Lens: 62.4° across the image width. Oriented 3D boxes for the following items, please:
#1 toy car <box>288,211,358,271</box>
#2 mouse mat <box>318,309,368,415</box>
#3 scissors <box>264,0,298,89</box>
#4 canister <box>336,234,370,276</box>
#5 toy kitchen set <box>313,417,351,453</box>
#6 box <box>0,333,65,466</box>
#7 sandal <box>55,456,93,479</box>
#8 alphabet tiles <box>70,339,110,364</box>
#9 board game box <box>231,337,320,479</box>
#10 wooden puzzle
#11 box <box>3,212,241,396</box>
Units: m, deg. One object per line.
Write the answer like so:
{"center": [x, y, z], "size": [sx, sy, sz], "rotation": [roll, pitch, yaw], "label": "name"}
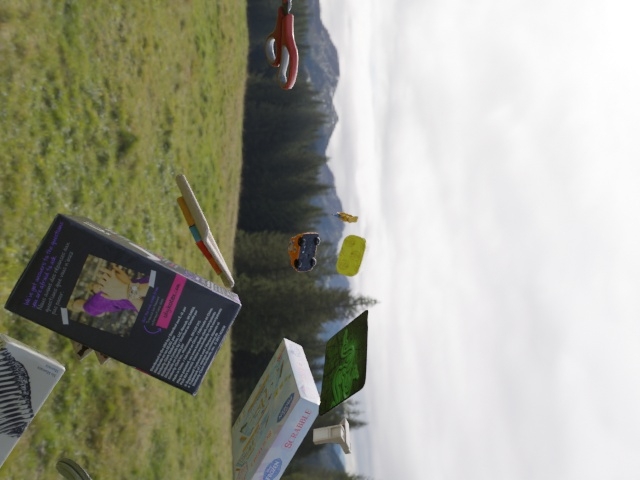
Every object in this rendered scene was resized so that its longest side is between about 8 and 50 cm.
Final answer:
{"center": [0.000, 0.000, 0.770], "size": [0.040, 0.122, 0.060], "rotation": [23, -54, 42], "label": "toy car"}
{"center": [0.048, 0.243, 1.061], "size": [0.152, 0.007, 0.190], "rotation": [-46, -156, 36], "label": "mouse mat"}
{"center": [-0.053, -0.395, 0.911], "size": [0.109, 0.021, 0.297], "rotation": [61, -26, 22], "label": "scissors"}
{"center": [0.107, 0.048, 1.659], "size": [0.170, 0.073, 0.126], "rotation": [9, 97, -79], "label": "canister"}
{"center": [0.032, 0.488, 1.326], "size": [0.068, 0.075, 0.083], "rotation": [-88, 159, -51], "label": "toy kitchen set"}
{"center": [-0.545, 0.297, 0.844], "size": [0.094, 0.113, 0.275], "rotation": [2, -121, 50], "label": "box"}
{"center": [-0.506, 0.579, 1.136], "size": [0.302, 0.086, 0.120], "rotation": [29, -37, 38], "label": "sandal"}
{"center": [-0.633, 0.194, 1.610], "size": [0.285, 0.342, 0.011], "rotation": [52, 2, 25], "label": "alphabet tiles"}
{"center": [-0.126, 0.460, 1.360], "size": [0.319, 0.065, 0.318], "rotation": [-60, -164, 8], "label": "board game box"}
{"center": [-0.294, -0.017, 1.314], "size": [0.221, 0.044, 0.239], "rotation": [58, -13, 35], "label": "wooden puzzle"}
{"center": [-0.268, 0.087, 0.766], "size": [0.143, 0.270, 0.165], "rotation": [-62, -170, -6], "label": "box"}
